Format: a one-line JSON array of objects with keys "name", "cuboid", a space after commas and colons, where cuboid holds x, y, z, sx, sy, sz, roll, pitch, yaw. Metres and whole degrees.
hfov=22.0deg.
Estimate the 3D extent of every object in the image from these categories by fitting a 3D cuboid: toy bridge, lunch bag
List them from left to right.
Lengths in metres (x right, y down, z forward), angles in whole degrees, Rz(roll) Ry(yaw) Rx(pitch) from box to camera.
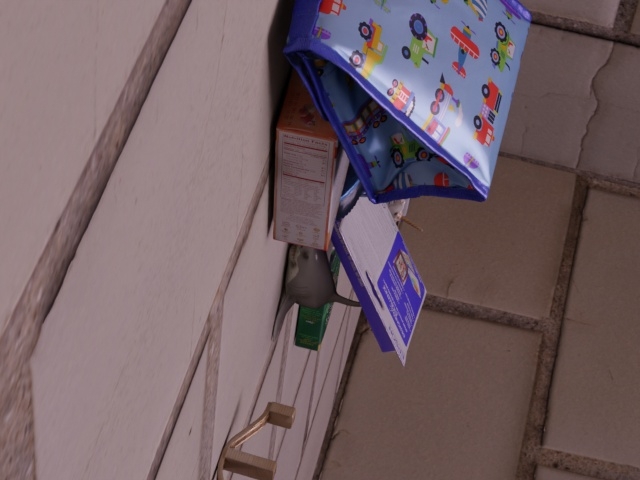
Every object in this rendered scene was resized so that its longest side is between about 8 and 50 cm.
[{"name": "toy bridge", "cuboid": [-0.080, 0.250, 1.837, 0.188, 0.063, 0.026, -70, 172, -45]}, {"name": "lunch bag", "cuboid": [0.067, -0.202, 1.550, 0.293, 0.138, 0.221, 47, 51, -47]}]

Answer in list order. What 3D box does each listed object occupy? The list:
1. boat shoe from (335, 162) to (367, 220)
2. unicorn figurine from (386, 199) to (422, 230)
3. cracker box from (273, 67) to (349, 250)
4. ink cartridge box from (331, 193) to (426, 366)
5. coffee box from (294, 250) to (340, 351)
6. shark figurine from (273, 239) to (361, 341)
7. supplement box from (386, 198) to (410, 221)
[{"name": "boat shoe", "cuboid": [0.035, -0.097, 1.926, 0.258, 0.109, 0.089, -68, 158, -48]}, {"name": "unicorn figurine", "cuboid": [0.062, -0.076, 2.210, 0.060, 0.161, 0.111, -142, -123, -62]}, {"name": "cracker box", "cuboid": [-0.002, -0.113, 1.712, 0.232, 0.067, 0.156, 96, 7, -61]}, {"name": "ink cartridge box", "cuboid": [0.065, 0.032, 2.087, 0.206, 0.045, 0.208, 65, 20, -19]}, {"name": "coffee box", "cuboid": [0.001, 0.062, 2.405, 0.184, 0.040, 0.113, 99, 7, -45]}, {"name": "shark figurine", "cuboid": [0.016, 0.051, 2.144, 0.278, 0.116, 0.166, -46, 151, -77]}, {"name": "supplement box", "cuboid": [0.107, -0.158, 2.599, 0.114, 0.111, 0.220, -70, 173, -54]}]
